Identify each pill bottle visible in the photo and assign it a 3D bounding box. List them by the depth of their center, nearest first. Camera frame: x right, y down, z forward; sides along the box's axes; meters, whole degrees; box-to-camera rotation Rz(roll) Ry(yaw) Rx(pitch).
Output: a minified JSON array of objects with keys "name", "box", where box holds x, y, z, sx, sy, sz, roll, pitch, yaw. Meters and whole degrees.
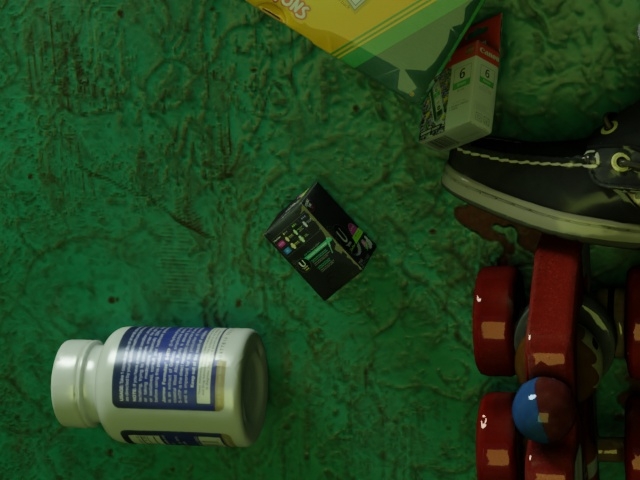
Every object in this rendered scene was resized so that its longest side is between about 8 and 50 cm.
[{"name":"pill bottle","box":[-0.151,0.136,1.448,0.186,0.112,0.112,1,110,13]}]

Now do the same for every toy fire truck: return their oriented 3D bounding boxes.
[{"name":"toy fire truck","box":[0.207,0.152,1.291,0.169,0.254,0.302,0,110,13]}]

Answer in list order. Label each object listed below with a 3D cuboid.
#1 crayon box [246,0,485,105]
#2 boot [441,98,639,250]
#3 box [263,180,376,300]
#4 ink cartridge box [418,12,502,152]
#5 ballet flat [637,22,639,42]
[{"name":"crayon box","box":[0.007,-0.253,1.220,0.278,0.081,0.165,31,111,0]},{"name":"boot","box":[0.293,-0.135,1.230,0.377,0.138,0.284,10,107,20]},{"name":"box","box":[0.000,0.000,1.388,0.052,0.062,0.083,-40,97,24]},{"name":"ink cartridge box","box":[0.117,-0.135,1.277,0.029,0.115,0.063,23,154,-33]},{"name":"ballet flat","box":[0.275,-0.123,1.155,0.041,0.041,0.114,-34,90,22]}]
